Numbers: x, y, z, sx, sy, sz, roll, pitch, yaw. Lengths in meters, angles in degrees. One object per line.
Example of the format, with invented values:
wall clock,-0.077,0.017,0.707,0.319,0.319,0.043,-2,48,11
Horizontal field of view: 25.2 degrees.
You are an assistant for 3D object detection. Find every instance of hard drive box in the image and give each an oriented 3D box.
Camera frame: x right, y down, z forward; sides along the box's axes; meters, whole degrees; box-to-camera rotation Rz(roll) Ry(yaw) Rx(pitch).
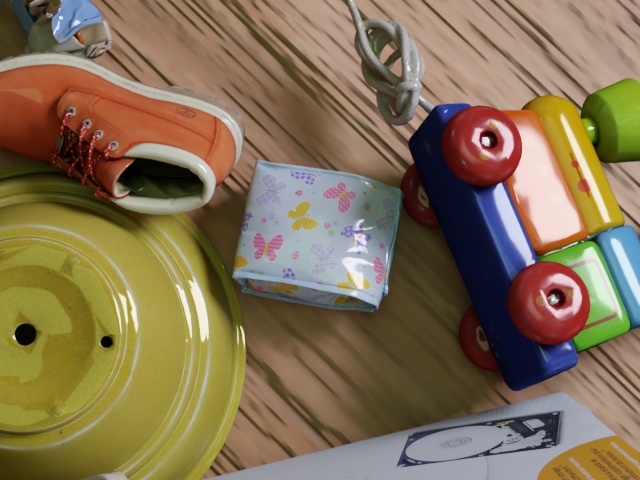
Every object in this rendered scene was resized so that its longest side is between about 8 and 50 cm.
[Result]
hard drive box,0.040,0.159,0.682,0.232,0.181,0.089,-14,98,-5

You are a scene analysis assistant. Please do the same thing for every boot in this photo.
boot,-0.123,-0.055,0.767,0.158,0.084,0.059,10,120,1

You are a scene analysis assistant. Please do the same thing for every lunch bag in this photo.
lunch bag,0.000,0.000,0.784,0.083,0.053,0.071,7,76,9

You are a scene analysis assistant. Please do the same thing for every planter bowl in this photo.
planter bowl,-0.148,0.054,0.749,0.217,0.090,0.217,0,78,-2

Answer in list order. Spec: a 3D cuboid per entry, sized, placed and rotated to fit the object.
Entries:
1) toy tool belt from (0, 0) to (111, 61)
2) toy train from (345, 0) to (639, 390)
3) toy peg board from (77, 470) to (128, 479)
toy tool belt,-0.148,-0.136,0.802,0.052,0.051,0.083,-24,80,-44
toy train,0.118,-0.057,0.780,0.143,0.105,0.248,-19,80,-16
toy peg board,-0.158,0.209,0.681,0.160,0.079,0.161,-20,80,33
